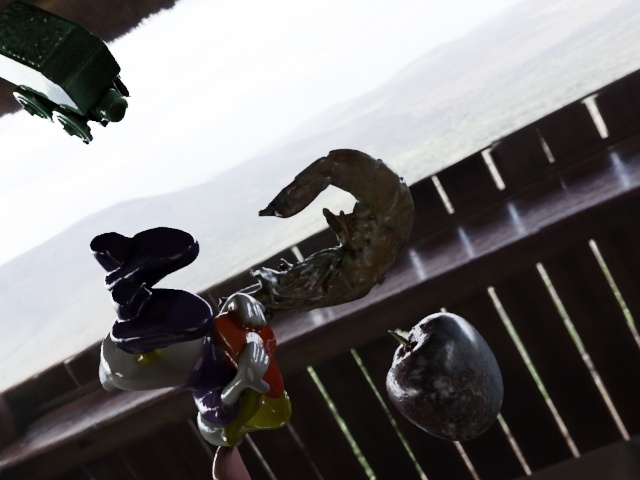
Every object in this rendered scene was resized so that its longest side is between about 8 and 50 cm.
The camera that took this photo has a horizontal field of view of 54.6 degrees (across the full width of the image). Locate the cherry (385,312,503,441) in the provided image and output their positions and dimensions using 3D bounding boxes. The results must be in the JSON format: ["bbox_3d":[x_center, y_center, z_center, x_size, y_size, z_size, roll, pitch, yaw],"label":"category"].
[{"bbox_3d":[0.265,0.292,1.348,0.218,0.296,0.255,-40,8,42],"label":"cherry"}]

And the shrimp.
[{"bbox_3d":[0.000,0.000,0.920,0.360,0.247,0.085,-29,31,-25],"label":"shrimp"}]

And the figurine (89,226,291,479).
[{"bbox_3d":[-0.142,0.160,0.727,0.193,0.421,0.154,-23,47,6],"label":"figurine"}]

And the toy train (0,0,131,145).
[{"bbox_3d":[-0.524,-0.330,1.228,0.167,0.299,0.238,-59,-20,-18],"label":"toy train"}]
